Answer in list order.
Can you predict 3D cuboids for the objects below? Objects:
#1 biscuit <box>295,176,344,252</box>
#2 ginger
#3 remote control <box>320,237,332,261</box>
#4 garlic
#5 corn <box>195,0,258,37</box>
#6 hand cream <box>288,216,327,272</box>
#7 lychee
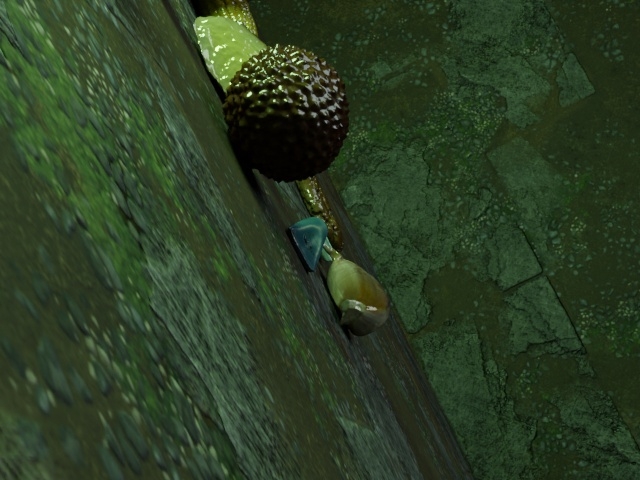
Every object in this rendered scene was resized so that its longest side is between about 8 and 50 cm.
[{"bbox_3d":[-0.002,-0.075,2.331,0.226,0.042,0.226,-25,90,-86],"label":"biscuit"},{"bbox_3d":[-0.142,-0.285,1.721,0.193,0.115,0.122,56,-16,-5],"label":"ginger"},{"bbox_3d":[0.000,0.000,2.020,0.162,0.029,0.061,-117,-178,-79],"label":"remote control"},{"bbox_3d":[0.054,0.085,1.847,0.128,0.090,0.198,39,23,-40],"label":"garlic"},{"bbox_3d":[-0.188,-0.445,1.988,0.102,0.102,0.313,58,11,-49],"label":"corn"},{"bbox_3d":[-0.021,-0.004,1.768,0.083,0.048,0.224,64,10,-7],"label":"hand cream"},{"bbox_3d":[-0.045,-0.186,1.551,0.238,0.200,0.200,18,42,-53],"label":"lychee"}]
